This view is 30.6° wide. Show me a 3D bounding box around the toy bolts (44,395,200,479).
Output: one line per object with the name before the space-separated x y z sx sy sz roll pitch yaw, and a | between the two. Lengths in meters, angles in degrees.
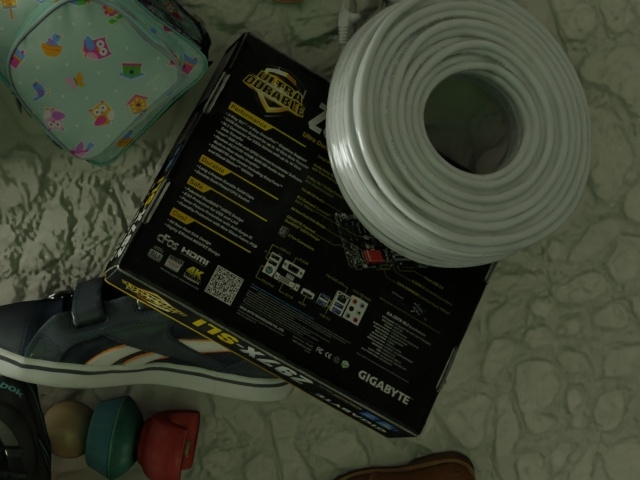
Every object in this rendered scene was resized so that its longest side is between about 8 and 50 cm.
toy bolts | -0.225 0.273 1.190 0.158 0.218 0.229 9 90 3

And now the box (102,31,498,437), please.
box | 0.000 0.000 1.095 0.322 0.079 0.257 30 71 -12

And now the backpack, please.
backpack | -0.212 -0.177 1.053 0.166 0.144 0.188 -40 103 16

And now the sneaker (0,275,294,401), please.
sneaker | -0.174 0.072 1.151 0.321 0.126 0.128 5 112 -13

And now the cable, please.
cable | 0.130 -0.105 1.069 0.257 0.089 0.257 13 76 -17

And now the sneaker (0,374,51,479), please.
sneaker | -0.295 0.249 1.155 0.101 0.106 0.267 5 119 3

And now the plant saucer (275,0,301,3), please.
plant saucer | -0.031 -0.264 1.097 0.083 0.013 0.084 -1 108 -2

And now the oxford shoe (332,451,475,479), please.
oxford shoe | 0.067 0.290 1.263 0.212 0.076 0.076 -21 110 6
